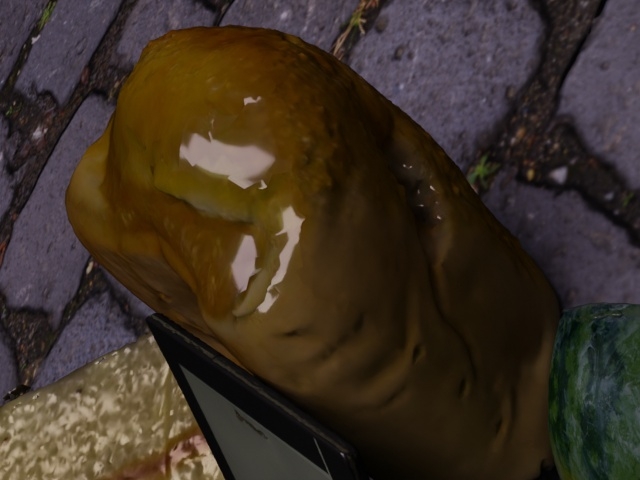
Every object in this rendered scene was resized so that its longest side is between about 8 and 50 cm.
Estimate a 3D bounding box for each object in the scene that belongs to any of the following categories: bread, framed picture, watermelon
[{"bbox_3d":[-0.190,0.245,1.087,0.405,0.242,0.346,-47,45,26],"label":"bread"},{"bbox_3d":[0.000,0.000,0.888,0.250,0.394,0.361,-51,35,-12],"label":"bread"},{"bbox_3d":[-0.004,0.227,0.827,0.016,0.347,0.265,-34,31,-22],"label":"framed picture"},{"bbox_3d":[0.281,0.136,0.679,0.305,0.180,0.224,9,121,47],"label":"watermelon"}]
